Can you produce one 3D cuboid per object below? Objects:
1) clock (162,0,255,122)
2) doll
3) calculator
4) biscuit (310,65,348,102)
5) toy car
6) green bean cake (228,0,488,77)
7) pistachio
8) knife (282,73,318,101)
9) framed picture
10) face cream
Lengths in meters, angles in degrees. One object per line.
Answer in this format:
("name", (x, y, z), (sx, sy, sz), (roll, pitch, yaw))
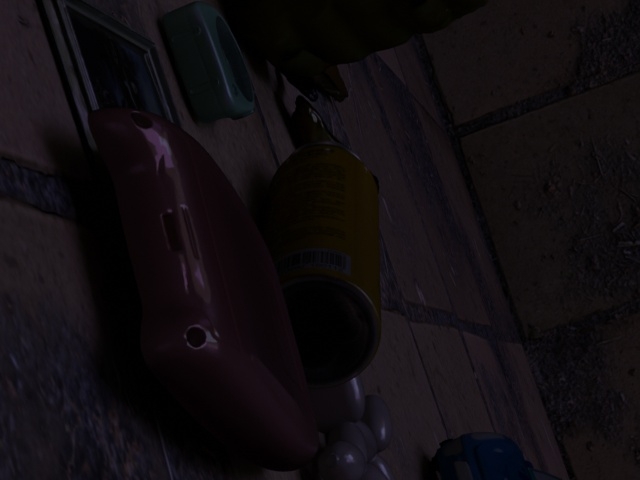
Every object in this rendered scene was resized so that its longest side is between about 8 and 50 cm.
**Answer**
("clock", (-0.091, -0.148, 1.387), (0.135, 0.041, 0.101), (4, 66, -80))
("doll", (0.026, 0.176, 1.326), (0.161, 0.059, 0.160), (56, 16, -55))
("calculator", (-0.061, 0.040, 1.070), (0.329, 0.048, 0.220), (53, 19, -67))
("biscuit", (-0.017, -0.253, 2.009), (0.231, 0.025, 0.131), (32, 38, -73))
("toy car", (0.237, 0.337, 1.828), (0.198, 0.166, 0.314), (-105, 168, -45))
("green bean cake", (0.016, -0.354, 1.664), (0.202, 0.285, 0.310), (27, 42, -68))
("pistachio", (0.011, -0.091, 1.777), (0.173, 0.049, 0.089), (45, 2, -44))
("knife", (-0.022, -0.174, 1.759), (0.031, 0.018, 0.121), (54, -2, -23))
("framed picture", (-0.110, -0.031, 1.127), (0.232, 0.019, 0.296), (14, 57, -78))
("face cream", (0.000, 0.000, 1.399), (0.348, 0.105, 0.105), (-88, 156, -65))
